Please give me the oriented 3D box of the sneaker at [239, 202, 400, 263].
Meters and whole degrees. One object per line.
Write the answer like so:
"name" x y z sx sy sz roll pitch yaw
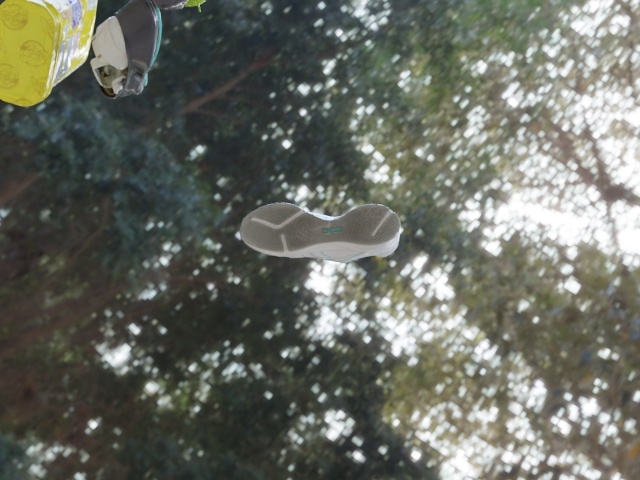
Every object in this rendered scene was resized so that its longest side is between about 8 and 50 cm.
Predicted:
"sneaker" 0.000 0.000 1.146 0.152 0.053 0.061 2 -25 8

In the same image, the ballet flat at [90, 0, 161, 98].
"ballet flat" -0.225 -0.212 1.383 0.074 0.074 0.203 42 -21 0

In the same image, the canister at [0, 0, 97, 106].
"canister" -0.327 -0.242 1.452 0.073 0.170 0.126 16 -67 2

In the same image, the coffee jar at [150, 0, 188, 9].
"coffee jar" -0.177 -0.333 1.260 0.096 0.079 0.184 -37 -97 27

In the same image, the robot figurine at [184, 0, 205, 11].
"robot figurine" -0.192 -0.366 1.659 0.115 0.067 0.101 42 -84 -8
